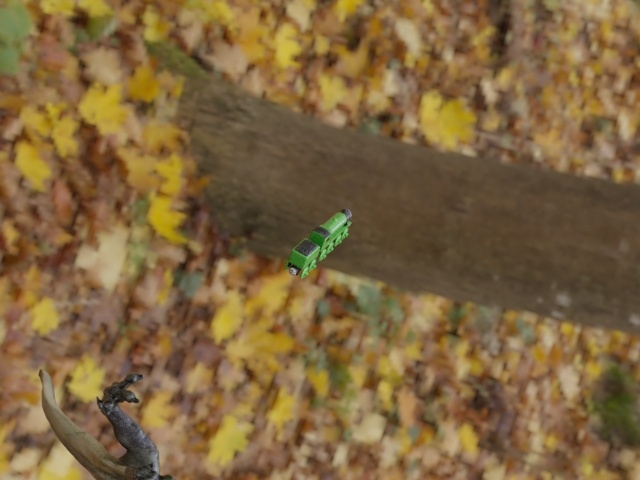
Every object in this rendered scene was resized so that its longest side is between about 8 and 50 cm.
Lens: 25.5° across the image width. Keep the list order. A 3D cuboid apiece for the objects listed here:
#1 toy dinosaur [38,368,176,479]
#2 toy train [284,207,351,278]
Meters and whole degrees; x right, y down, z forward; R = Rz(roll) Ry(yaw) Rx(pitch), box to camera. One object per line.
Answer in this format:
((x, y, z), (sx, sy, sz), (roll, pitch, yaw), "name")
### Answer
((-0.136, 0.167, 1.012), (0.064, 0.268, 0.118), (-29, 154, -29), "toy dinosaur")
((0.000, 0.000, 0.959), (0.083, 0.017, 0.024), (-44, 159, -55), "toy train")
